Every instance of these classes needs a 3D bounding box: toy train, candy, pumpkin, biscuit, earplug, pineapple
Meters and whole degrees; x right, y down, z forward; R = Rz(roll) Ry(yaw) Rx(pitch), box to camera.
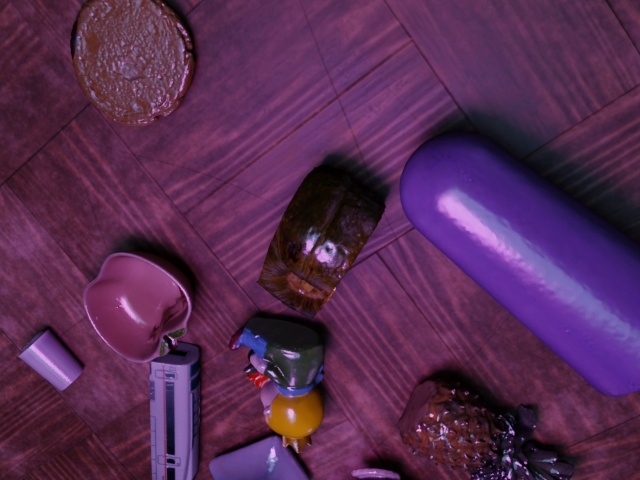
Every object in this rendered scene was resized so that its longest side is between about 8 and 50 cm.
[{"bbox_3d":[-0.287,0.398,1.290,0.088,0.086,0.407,6,112,3],"label":"toy train"},{"bbox_3d":[-0.123,0.467,1.286,0.174,0.071,0.138,-27,103,19],"label":"candy"},{"bbox_3d":[-0.001,-0.001,1.084,0.139,0.190,0.280,30,156,-1],"label":"pumpkin"},{"bbox_3d":[-0.306,-0.299,1.056,0.226,0.042,0.226,3,109,9],"label":"biscuit"},{"bbox_3d":[0.316,0.012,0.961,0.456,0.215,0.215,38,113,-1],"label":"earplug"},{"bbox_3d":[0.298,0.353,1.132,0.310,0.141,0.170,30,88,-8],"label":"pineapple"}]

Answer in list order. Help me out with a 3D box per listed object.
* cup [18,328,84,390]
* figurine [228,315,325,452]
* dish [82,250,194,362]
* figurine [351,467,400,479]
[{"bbox_3d":[-0.545,0.243,1.299,0.116,0.074,0.104,49,135,-13],"label":"cup"},{"bbox_3d":[-0.079,0.263,1.181,0.185,0.127,0.234,11,122,13],"label":"figurine"},{"bbox_3d":[-0.318,0.110,1.186,0.213,0.090,0.213,4,109,12],"label":"dish"},{"bbox_3d":[0.085,0.620,1.224,0.253,0.211,0.361,34,114,-2],"label":"figurine"}]
